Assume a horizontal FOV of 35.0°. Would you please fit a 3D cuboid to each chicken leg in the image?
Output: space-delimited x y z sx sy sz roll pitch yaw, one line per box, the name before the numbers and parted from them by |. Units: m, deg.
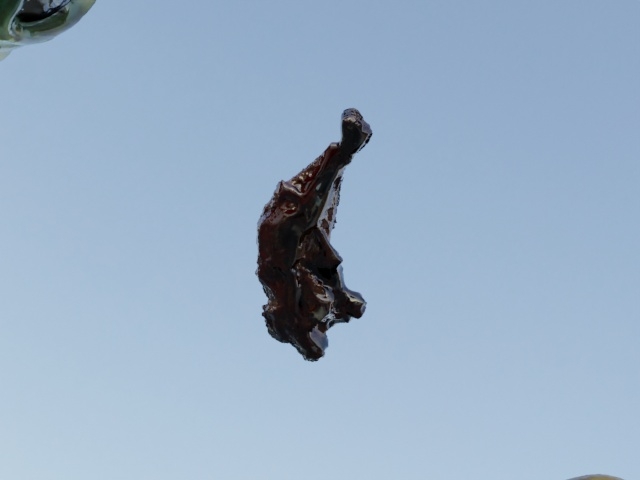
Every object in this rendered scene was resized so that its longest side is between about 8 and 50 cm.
chicken leg | -0.006 0.001 0.788 0.089 0.048 0.219 2 -66 2

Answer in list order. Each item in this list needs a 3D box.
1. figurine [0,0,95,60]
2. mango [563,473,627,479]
figurine | -0.304 -0.282 0.824 0.231 0.324 0.340 14 -11 6
mango | 0.182 0.304 0.890 0.130 0.262 0.167 9 -59 69
